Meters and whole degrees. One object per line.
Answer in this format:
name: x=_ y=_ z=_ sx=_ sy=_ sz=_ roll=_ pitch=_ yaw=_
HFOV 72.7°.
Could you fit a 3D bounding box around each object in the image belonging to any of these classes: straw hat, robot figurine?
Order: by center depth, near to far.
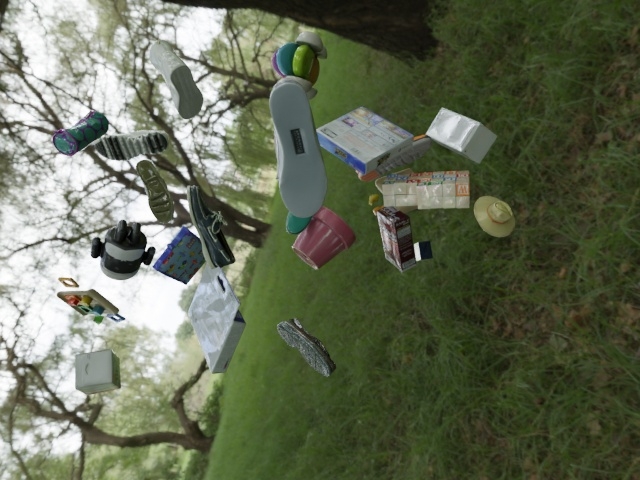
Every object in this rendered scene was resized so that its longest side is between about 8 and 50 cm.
straw hat: x=0.549 y=-0.086 z=1.333 sx=0.061 sy=0.144 sz=0.144 roll=120 pitch=162 yaw=-65
robot figurine: x=-0.855 y=0.044 z=1.891 sx=0.278 sy=0.209 sz=0.173 roll=-62 pitch=-7 yaw=30

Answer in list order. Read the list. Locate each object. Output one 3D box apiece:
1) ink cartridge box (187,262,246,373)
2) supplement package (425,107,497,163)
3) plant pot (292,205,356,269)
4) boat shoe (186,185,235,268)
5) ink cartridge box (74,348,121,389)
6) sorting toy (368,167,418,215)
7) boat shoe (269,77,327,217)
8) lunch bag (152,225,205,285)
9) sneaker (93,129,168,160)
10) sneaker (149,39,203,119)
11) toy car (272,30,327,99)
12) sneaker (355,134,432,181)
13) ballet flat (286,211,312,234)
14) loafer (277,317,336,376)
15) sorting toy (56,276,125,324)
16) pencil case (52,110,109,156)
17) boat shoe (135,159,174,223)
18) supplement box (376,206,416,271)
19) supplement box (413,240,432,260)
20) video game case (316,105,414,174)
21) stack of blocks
ink cartridge box: x=-0.377 y=0.256 z=1.609 sx=0.324 sy=0.071 sz=0.330 roll=51 pitch=123 yaw=43
supplement package: x=0.594 y=-0.446 z=1.848 sx=0.139 sy=0.134 sz=0.244 roll=-59 pitch=38 yaw=16
plant pot: x=0.000 y=0.000 z=1.612 sx=0.180 sy=0.201 sz=0.201 roll=-50 pitch=4 yaw=-12
boat shoe: x=-0.300 y=-0.036 z=1.198 sx=0.095 sy=0.079 sz=0.254 roll=-100 pitch=-2 yaw=-67
ink cartridge box: x=-0.844 y=0.502 z=1.657 sx=0.176 sy=0.127 sz=0.128 roll=117 pitch=144 yaw=-62
sorting toy: x=0.359 y=-0.216 z=2.059 sx=0.041 sy=0.307 sz=0.229 roll=91 pitch=154 yaw=-53
boat shoe: x=-0.067 y=-0.247 z=1.159 sx=0.156 sy=0.136 sz=0.367 roll=-99 pitch=-3 yaw=-58
lunch bag: x=-0.630 y=0.063 z=1.969 sx=0.221 sy=0.138 sz=0.293 roll=-53 pitch=-8 yaw=-10
sneaker: x=-0.762 y=-0.397 z=1.776 sx=0.118 sy=0.292 sz=0.110 roll=-106 pitch=11 yaw=-57
sneaker: x=-0.509 y=-0.571 z=1.538 sx=0.108 sy=0.169 sz=0.292 roll=-33 pitch=-12 yaw=-17
toy car: x=-0.066 y=-0.493 z=1.219 sx=0.182 sy=0.136 sz=0.159 roll=-36 pitch=-37 yaw=-78
sneaker: x=0.273 y=-0.382 z=1.748 sx=0.124 sy=0.321 sz=0.180 roll=35 pitch=-144 yaw=-60
ballet flat: x=-0.063 y=-0.123 z=1.565 sx=0.087 sy=0.083 sz=0.247 roll=143 pitch=148 yaw=-69
loafer: x=-0.034 y=0.336 z=1.434 sx=0.267 sy=0.084 sz=0.096 roll=32 pitch=136 yaw=39
sorting toy: x=-0.985 y=0.272 z=1.833 sx=0.347 sy=0.196 sz=0.047 roll=63 pitch=-153 yaw=-44
pencil case: x=-0.604 y=-0.274 z=1.101 sx=0.151 sy=0.065 sz=0.070 roll=-77 pitch=-16 yaw=-52
boat shoe: x=-0.756 y=-0.229 z=2.028 sx=0.103 sy=0.113 sz=0.302 roll=-139 pitch=32 yaw=-79
supplement box: x=0.301 y=-0.008 z=1.715 sx=0.130 sy=0.073 sz=0.239 roll=46 pitch=156 yaw=54
supplement box: x=0.470 y=0.049 z=1.996 sx=0.083 sy=0.056 sz=0.083 roll=111 pitch=152 yaw=-81
video game case: x=0.157 y=-0.371 z=1.591 sx=0.244 sy=0.269 sz=0.061 roll=-33 pitch=-34 yaw=-24
stack of blocks: x=0.377 y=-0.180 z=1.556 sx=0.171 sy=0.297 sz=0.087 roll=-53 pitch=-41 yaw=-60
